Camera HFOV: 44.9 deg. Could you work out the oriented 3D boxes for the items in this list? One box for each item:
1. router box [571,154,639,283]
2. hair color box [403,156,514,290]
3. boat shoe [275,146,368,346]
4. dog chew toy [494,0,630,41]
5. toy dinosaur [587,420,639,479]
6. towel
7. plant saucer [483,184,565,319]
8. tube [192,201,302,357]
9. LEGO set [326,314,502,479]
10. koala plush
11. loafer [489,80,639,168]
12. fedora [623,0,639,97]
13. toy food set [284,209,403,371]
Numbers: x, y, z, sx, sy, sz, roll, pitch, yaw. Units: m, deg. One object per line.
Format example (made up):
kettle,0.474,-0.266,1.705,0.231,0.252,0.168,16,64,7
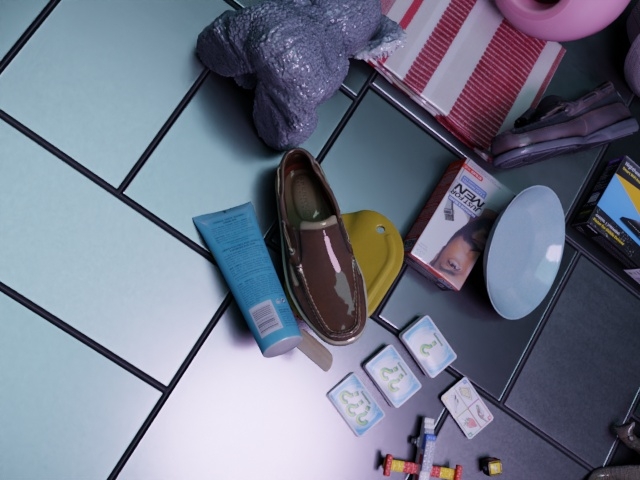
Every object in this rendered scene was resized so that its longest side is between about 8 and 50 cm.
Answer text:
router box,0.492,-0.024,1.201,0.179,0.046,0.133,38,74,-12
hair color box,0.191,-0.022,1.092,0.093,0.053,0.167,36,76,-14
boat shoe,-0.008,0.002,0.956,0.095,0.095,0.257,-17,68,-7
dog chew toy,0.388,-0.416,1.121,0.332,0.206,0.207,-35,97,-39
toy dinosaur,0.541,0.317,1.147,0.313,0.121,0.160,-23,79,-24
towel,0.192,-0.294,1.131,0.329,0.037,0.237,36,72,-14
plant saucer,0.281,0.014,1.102,0.195,0.037,0.195,-16,113,-40
tube,-0.087,0.044,0.967,0.080,0.052,0.207,-15,65,-24
LEGO set,0.150,0.252,1.050,0.182,0.060,0.244,-36,97,-15
koala plush,-0.006,-0.256,0.967,0.221,0.203,0.196,-40,99,-18
loafer,0.343,-0.171,1.120,0.302,0.109,0.095,-15,86,-37
fedora,0.588,-0.329,1.198,0.275,0.244,0.124,-5,57,-11
toy food set,0.020,0.061,1.023,0.128,0.071,0.218,32,71,13
